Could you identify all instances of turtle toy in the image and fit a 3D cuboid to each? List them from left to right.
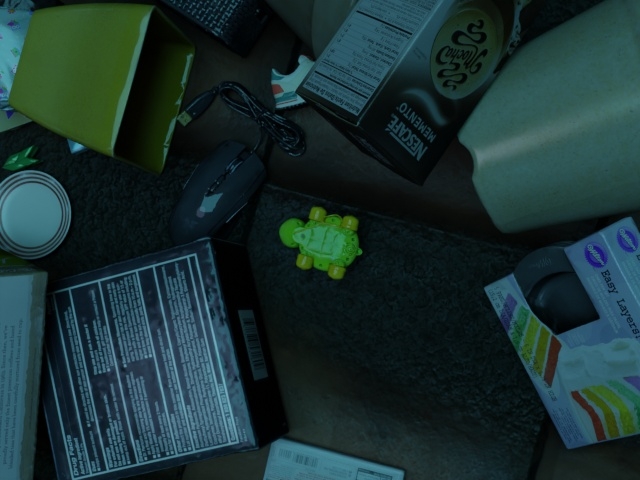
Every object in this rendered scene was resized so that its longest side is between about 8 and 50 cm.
[{"bbox_3d":[0.000,0.000,1.375,0.130,0.066,0.095,17,91,11],"label":"turtle toy"}]

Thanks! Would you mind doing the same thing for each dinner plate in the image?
[{"bbox_3d":[-0.458,-0.040,1.489,0.141,0.017,0.141,0,88,11],"label":"dinner plate"}]

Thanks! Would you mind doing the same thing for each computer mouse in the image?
[{"bbox_3d":[-0.167,-0.117,1.415,0.184,0.060,0.262,43,95,9],"label":"computer mouse"}]

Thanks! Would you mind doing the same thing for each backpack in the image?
[{"bbox_3d":[-0.471,-0.286,1.426,0.152,0.115,0.181,10,92,8],"label":"backpack"}]

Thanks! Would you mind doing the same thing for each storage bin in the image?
[{"bbox_3d":[-0.174,-0.359,1.395,0.180,0.122,0.084,33,94,10],"label":"storage bin"}]

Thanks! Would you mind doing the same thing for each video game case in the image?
[{"bbox_3d":[0.007,0.400,1.380,0.201,0.023,0.183,13,90,10],"label":"video game case"}]

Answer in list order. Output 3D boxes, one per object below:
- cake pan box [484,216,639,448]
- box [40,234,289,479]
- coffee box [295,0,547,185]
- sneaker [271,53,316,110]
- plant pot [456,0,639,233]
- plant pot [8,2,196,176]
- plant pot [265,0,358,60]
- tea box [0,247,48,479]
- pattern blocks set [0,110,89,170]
[{"bbox_3d":[0.357,0.124,1.223,0.070,0.246,0.266,-22,83,-34],"label":"cake pan box"},{"bbox_3d":[-0.234,0.174,1.352,0.294,0.183,0.296,-14,83,10],"label":"box"},{"bbox_3d":[0.129,-0.239,1.130,0.119,0.168,0.297,34,90,40],"label":"coffee box"},{"bbox_3d":[0.001,-0.245,1.390,0.161,0.057,0.075,-15,90,13],"label":"sneaker"},{"bbox_3d":[0.347,-0.155,1.214,0.306,0.334,0.333,-19,84,21],"label":"plant pot"},{"bbox_3d":[-0.321,-0.229,1.367,0.187,0.212,0.212,15,88,10],"label":"plant pot"},{"bbox_3d":[0.035,-0.395,1.285,0.280,0.323,0.323,35,94,25],"label":"plant pot"},{"bbox_3d":[-0.559,0.168,1.305,0.324,0.220,0.328,19,106,45],"label":"tea box"},{"bbox_3d":[-0.469,-0.276,1.496,0.286,0.026,0.324,-9,86,10],"label":"pattern blocks set"}]
